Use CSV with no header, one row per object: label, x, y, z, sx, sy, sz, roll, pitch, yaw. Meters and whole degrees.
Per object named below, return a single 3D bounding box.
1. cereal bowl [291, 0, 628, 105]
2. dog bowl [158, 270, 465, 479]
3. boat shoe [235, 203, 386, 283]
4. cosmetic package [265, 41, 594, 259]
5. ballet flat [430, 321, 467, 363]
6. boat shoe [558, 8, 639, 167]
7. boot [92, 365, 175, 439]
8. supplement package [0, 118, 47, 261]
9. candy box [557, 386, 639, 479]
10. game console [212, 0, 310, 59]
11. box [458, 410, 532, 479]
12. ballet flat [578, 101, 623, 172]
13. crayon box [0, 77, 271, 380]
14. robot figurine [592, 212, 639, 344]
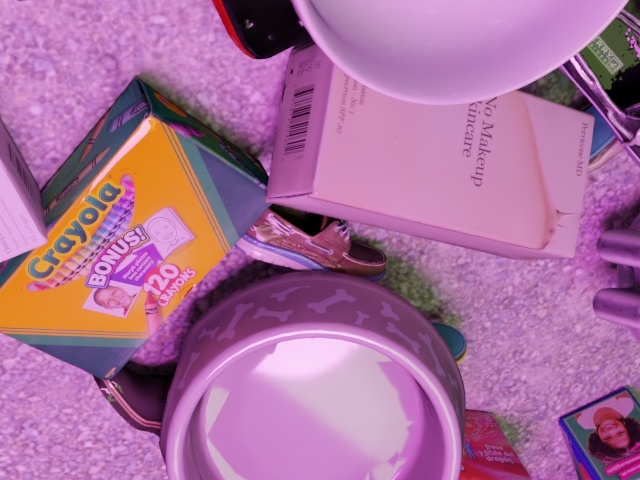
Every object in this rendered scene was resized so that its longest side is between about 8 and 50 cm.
cereal bowl,0.113,-0.288,0.867,0.339,0.141,0.339,-12,131,-14
dog bowl,-0.008,0.213,1.121,0.349,0.102,0.349,0,107,-1
boat shoe,0.000,0.000,1.136,0.183,0.066,0.066,13,117,-27
cosmetic package,0.114,-0.084,1.051,0.309,0.113,0.160,11,84,-26
ballet flat,0.062,0.149,1.269,0.231,0.077,0.077,-9,147,-11
boat shoe,0.346,-0.141,1.060,0.113,0.105,0.306,-41,99,10
boot,-0.156,0.157,1.193,0.137,0.077,0.198,-39,141,3
supplement package,-0.358,-0.028,0.959,0.179,0.105,0.105,-23,129,-3
candy box,0.470,0.406,1.434,0.122,0.317,0.268,-27,128,0
game console,0.039,-0.374,0.904,0.386,0.060,0.342,-27,132,0
box,0.097,0.310,1.340,0.300,0.142,0.154,9,119,-25
ballet flat,0.360,-0.158,1.162,0.248,0.086,0.086,-38,128,9
crayon box,-0.199,-0.004,1.049,0.165,0.081,0.278,33,108,-35
robot figurine,0.507,0.046,1.271,0.353,0.200,0.300,2,99,-21
